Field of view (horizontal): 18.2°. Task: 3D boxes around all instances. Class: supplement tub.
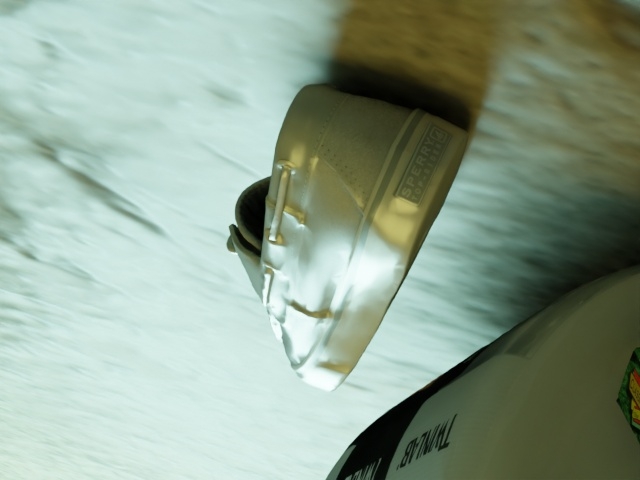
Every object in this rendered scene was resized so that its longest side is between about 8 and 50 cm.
[{"bbox_3d":[0.099,0.131,0.760,0.193,0.194,0.316,20,162,-8],"label":"supplement tub"}]

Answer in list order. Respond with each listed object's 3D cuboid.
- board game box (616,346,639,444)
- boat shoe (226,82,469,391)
[{"bbox_3d":[0.188,0.116,0.526,0.136,0.260,0.030,-4,131,-17],"label":"board game box"},{"bbox_3d":[0.000,0.000,0.680,0.063,0.066,0.184,28,164,3],"label":"boat shoe"}]
